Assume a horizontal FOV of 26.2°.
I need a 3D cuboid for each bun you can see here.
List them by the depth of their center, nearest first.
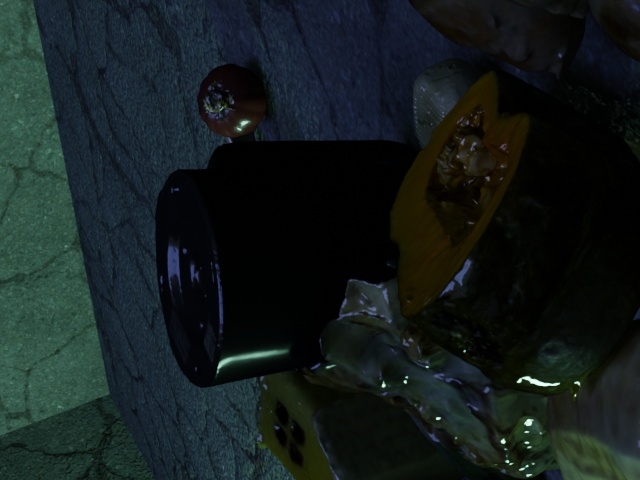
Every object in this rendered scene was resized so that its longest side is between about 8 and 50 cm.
[{"bbox_3d":[0.133,-0.112,1.275,0.115,0.069,0.115,57,159,36],"label":"bun"}]

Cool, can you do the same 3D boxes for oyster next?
[{"bbox_3d":[0.135,0.147,1.257,0.201,0.354,0.107,-34,43,35],"label":"oyster"}]

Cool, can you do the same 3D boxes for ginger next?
[{"bbox_3d":[0.146,-0.225,0.980,0.256,0.176,0.375,58,164,-14],"label":"ginger"}]

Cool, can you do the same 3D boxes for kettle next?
[{"bbox_3d":[0.001,0.015,1.362,0.262,0.308,0.203,-154,60,-64],"label":"kettle"}]

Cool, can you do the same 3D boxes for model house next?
[{"bbox_3d":[0.054,0.232,1.636,0.234,0.193,0.175,51,143,40],"label":"model house"}]

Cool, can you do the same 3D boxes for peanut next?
[{"bbox_3d":[0.266,0.131,1.031,0.174,0.158,0.340,34,167,-7],"label":"peanut"}]

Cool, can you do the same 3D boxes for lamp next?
[{"bbox_3d":[-0.120,-0.190,1.873,0.101,0.090,0.101,4,98,30],"label":"lamp"}]

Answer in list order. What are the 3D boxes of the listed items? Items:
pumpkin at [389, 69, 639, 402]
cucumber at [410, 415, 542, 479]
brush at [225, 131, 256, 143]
[{"bbox_3d":[0.140,0.002,1.063,0.222,0.139,0.317,-61,13,17],"label":"pumpkin"},{"bbox_3d":[0.124,0.146,1.521,0.325,0.105,0.145,62,159,14],"label":"cucumber"},{"bbox_3d":[-0.072,-0.072,1.917,0.067,0.072,0.313,-33,73,47],"label":"brush"}]
